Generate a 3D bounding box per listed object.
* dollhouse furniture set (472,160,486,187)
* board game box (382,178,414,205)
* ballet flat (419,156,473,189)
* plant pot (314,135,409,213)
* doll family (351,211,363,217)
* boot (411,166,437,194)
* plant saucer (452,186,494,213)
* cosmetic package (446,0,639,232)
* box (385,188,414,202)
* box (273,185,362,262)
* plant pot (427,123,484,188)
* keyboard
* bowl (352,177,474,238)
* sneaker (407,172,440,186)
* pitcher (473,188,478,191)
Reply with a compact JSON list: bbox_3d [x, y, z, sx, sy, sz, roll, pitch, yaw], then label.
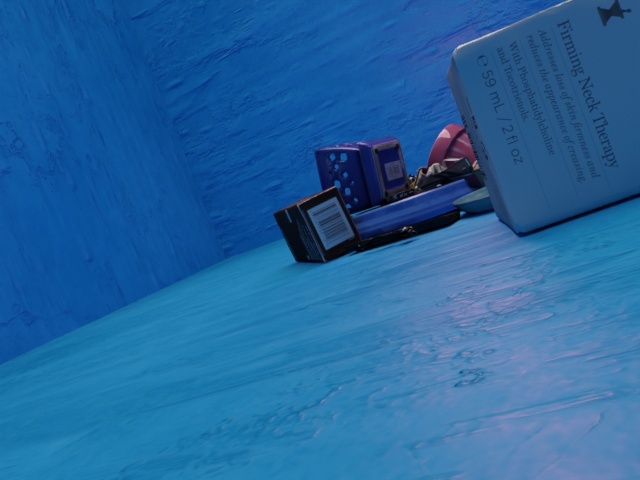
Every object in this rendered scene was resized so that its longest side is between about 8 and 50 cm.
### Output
[{"bbox_3d":[0.590,-0.274,1.810,0.242,0.212,0.161,-54,21,-26],"label":"dollhouse furniture set"},{"bbox_3d":[0.296,-0.162,2.186,0.136,0.030,0.260,-54,-19,10],"label":"board game box"},{"bbox_3d":[0.379,-0.210,1.833,0.074,0.074,0.203,-24,4,-37],"label":"ballet flat"},{"bbox_3d":[0.149,-0.214,1.950,0.212,0.235,0.236,-8,9,40],"label":"plant pot"},{"bbox_3d":[0.186,-0.073,2.142,0.193,0.076,0.111,-16,1,25],"label":"doll family"},{"bbox_3d":[0.327,-0.168,2.080,0.213,0.077,0.165,-20,-39,-29],"label":"boot"},{"bbox_3d":[0.493,-0.130,1.516,0.318,0.043,0.317,-20,3,1],"label":"plant saucer"},{"bbox_3d":[0.470,-0.243,1.077,0.394,0.329,0.327,-21,3,12],"label":"cosmetic package"},{"bbox_3d":[0.233,-0.131,1.756,0.067,0.018,0.083,-19,2,-5],"label":"box"},{"bbox_3d":[-0.020,-0.042,1.876,0.143,0.191,0.381,-27,5,-13],"label":"box"},{"bbox_3d":[0.471,-0.256,1.939,0.180,0.201,0.201,28,33,29],"label":"plant pot"},{"bbox_3d":[0.198,-0.014,1.561,0.317,0.033,0.202,-19,-2,38],"label":"keyboard"},{"bbox_3d":[0.278,-0.099,1.839,0.391,0.077,0.391,-19,1,0],"label":"bowl"},{"bbox_3d":[0.396,-0.207,2.379,0.341,0.139,0.125,-19,4,22],"label":"sneaker"},{"bbox_3d":[0.536,-0.255,2.085,0.207,0.177,0.125,-15,39,37],"label":"pitcher"}]
